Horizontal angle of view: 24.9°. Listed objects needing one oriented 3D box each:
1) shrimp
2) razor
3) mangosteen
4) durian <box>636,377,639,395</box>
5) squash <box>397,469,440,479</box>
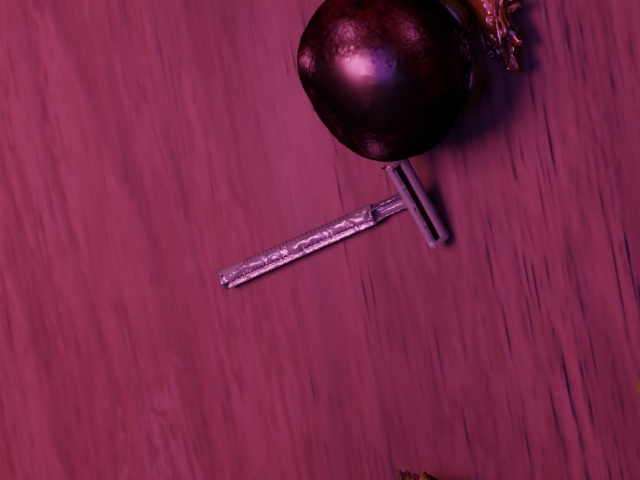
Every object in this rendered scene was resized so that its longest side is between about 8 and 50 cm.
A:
[{"bbox_3d":[0.162,-0.230,1.178,0.124,0.034,0.178,-23,82,14],"label":"shrimp"},{"bbox_3d":[0.001,-0.003,1.261,0.211,0.036,0.084,-22,107,26],"label":"razor"},{"bbox_3d":[0.060,-0.141,1.170,0.152,0.152,0.152,2,96,20],"label":"mangosteen"},{"bbox_3d":[0.373,0.095,1.086,0.250,0.101,0.139,-29,100,20],"label":"durian"},{"bbox_3d":[0.172,0.326,1.199,0.341,0.094,0.094,46,108,8],"label":"squash"}]
